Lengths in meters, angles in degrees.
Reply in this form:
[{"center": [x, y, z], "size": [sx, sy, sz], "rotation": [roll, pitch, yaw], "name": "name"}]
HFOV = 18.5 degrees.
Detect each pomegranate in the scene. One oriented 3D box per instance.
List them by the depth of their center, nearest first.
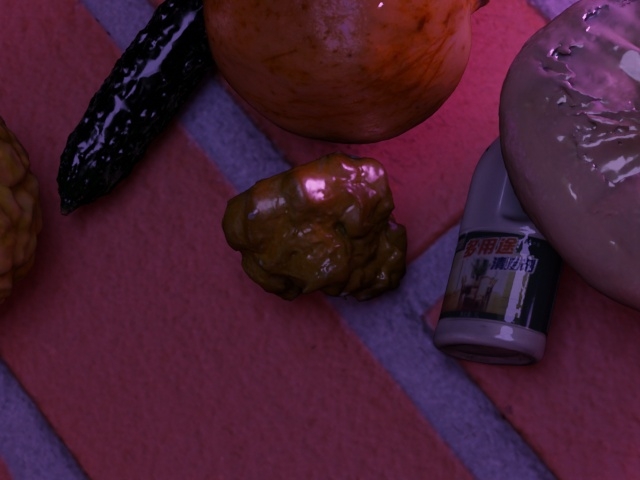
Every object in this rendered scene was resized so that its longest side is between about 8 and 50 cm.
[{"center": [0.022, -0.198, 1.540], "size": [0.248, 0.248, 0.248], "rotation": [-4, 71, 11], "name": "pomegranate"}]

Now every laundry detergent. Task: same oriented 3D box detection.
[{"center": [0.155, -0.017, 1.531], "size": [0.099, 0.070, 0.225], "rotation": [-6, 64, 53], "name": "laundry detergent"}]

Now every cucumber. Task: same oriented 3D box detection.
[{"center": [-0.132, -0.146, 1.642], "size": [0.072, 0.072, 0.300], "rotation": [36, 83, 21], "name": "cucumber"}]

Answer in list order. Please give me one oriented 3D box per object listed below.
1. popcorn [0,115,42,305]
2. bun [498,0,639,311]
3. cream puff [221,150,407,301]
[{"center": [-0.356, -0.032, 1.587], "size": [0.259, 0.212, 0.259], "rotation": [-1, 74, 5], "name": "popcorn"}, {"center": [0.280, -0.077, 1.451], "size": [0.287, 0.146, 0.287], "rotation": [6, 63, -12], "name": "bun"}, {"center": [0.000, 0.000, 1.538], "size": [0.146, 0.146, 0.116], "rotation": [-25, 86, 4], "name": "cream puff"}]
